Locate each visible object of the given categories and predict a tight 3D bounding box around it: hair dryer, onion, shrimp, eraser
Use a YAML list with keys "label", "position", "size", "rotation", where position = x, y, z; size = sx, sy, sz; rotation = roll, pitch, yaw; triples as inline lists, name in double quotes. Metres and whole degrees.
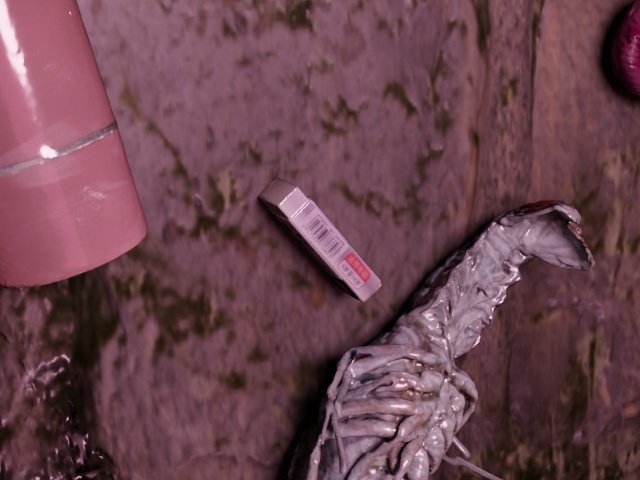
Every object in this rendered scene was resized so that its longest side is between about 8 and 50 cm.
- label: "hair dryer"
  position: [-0.315, -0.050, 0.682]
  size: [0.352, 0.125, 0.210]
  rotation: [-18, 109, -11]
- label: "onion"
  position: [0.325, -0.181, 0.925]
  size: [0.115, 0.104, 0.115]
  rotation: [-10, 126, -13]
- label: "shrimp"
  position: [0.090, 0.135, 0.885]
  size: [0.221, 0.166, 0.411]
  rotation: [43, 71, -40]
- label: "eraser"
  position: [0.000, 0.000, 0.859]
  size: [0.029, 0.052, 0.122]
  rotation: [-45, 115, -9]
